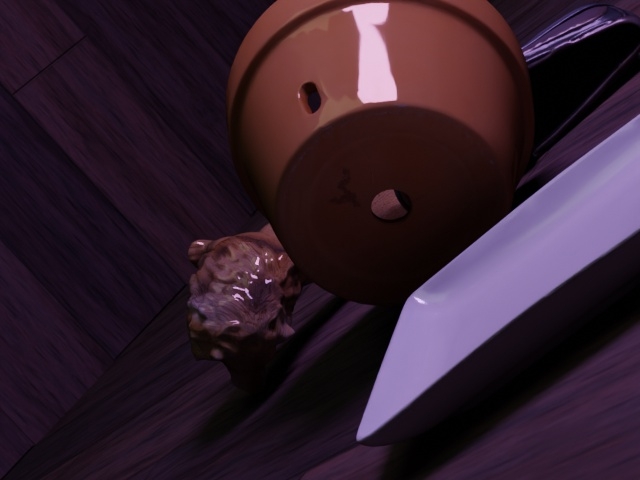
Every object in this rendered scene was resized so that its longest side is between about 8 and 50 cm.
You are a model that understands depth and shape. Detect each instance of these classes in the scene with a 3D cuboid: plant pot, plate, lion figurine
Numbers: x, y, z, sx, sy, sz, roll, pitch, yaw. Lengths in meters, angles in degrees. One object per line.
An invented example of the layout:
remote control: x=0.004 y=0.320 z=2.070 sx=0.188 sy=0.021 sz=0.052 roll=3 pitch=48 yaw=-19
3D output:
plant pot: x=0.058 y=-0.075 z=1.460 sx=0.291 sy=0.291 sz=0.203 roll=-40 pitch=25 yaw=20
plate: x=0.156 y=0.023 z=1.149 sx=0.278 sy=0.045 sz=0.277 roll=-39 pitch=8 yaw=20
lion figurine: x=0.000 y=0.000 z=1.776 sx=0.392 sy=0.142 sz=0.240 roll=-40 pitch=13 yaw=-16

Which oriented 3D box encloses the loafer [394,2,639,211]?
loafer: x=0.200 y=-0.134 z=1.632 sx=0.302 sy=0.109 sz=0.095 roll=-40 pitch=11 yaw=-4
